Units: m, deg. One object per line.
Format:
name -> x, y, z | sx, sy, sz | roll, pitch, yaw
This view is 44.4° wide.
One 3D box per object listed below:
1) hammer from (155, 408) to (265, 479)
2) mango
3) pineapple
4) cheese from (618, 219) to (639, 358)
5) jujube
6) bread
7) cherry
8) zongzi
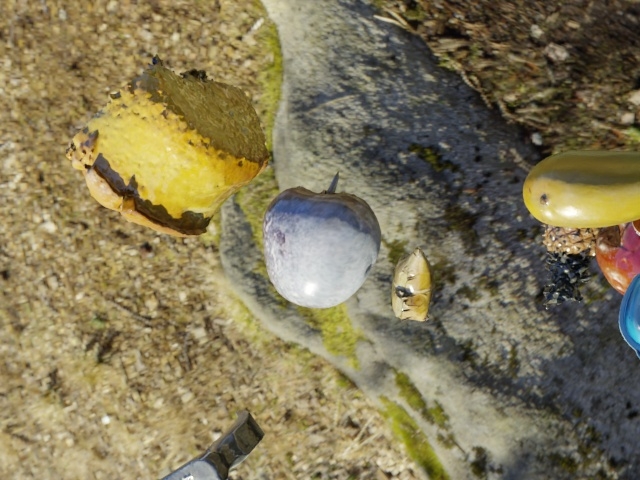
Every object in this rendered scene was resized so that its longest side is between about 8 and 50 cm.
hammer -> -0.141, 0.211, 0.659 | 0.246, 0.103, 0.029 | -36, 90, 29
mango -> 0.435, -0.078, 1.186 | 0.251, 0.156, 0.114 | 1, 101, 2
pineapple -> 0.576, 0.028, 1.809 | 0.158, 0.158, 0.278 | 9, 82, 29
cheese -> 0.519, 0.065, 1.206 | 0.106, 0.037, 0.256 | 9, 70, 9
jujube -> 0.674, 0.034, 1.462 | 0.318, 0.223, 0.223 | 22, 113, -13
bread -> -0.149, -0.091, 0.884 | 0.160, 0.261, 0.147 | -40, 81, 13
cherry -> 0.000, 0.000, 1.641 | 0.255, 0.218, 0.296 | 11, 98, 19
zongzi -> 0.212, 0.059, 1.771 | 0.099, 0.194, 0.197 | 4, 120, 2
